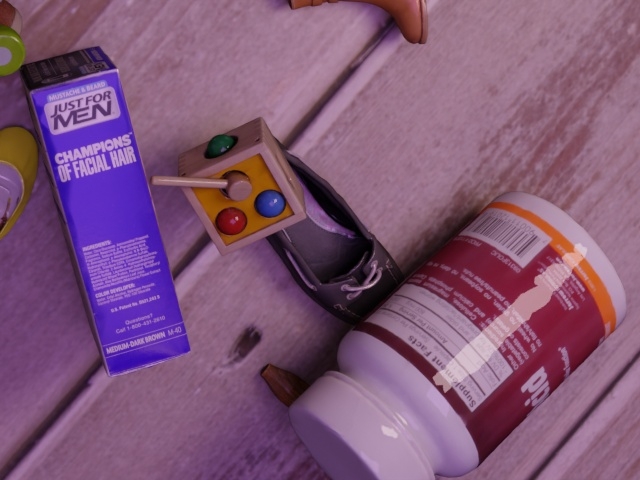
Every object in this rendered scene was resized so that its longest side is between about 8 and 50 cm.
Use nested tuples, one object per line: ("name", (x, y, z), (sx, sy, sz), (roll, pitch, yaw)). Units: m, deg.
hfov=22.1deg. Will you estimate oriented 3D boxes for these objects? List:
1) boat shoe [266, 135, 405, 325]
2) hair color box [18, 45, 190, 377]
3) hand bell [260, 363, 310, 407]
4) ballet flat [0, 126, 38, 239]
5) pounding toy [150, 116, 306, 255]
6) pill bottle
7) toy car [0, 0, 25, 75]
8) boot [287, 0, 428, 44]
("boat shoe", (0.000, 0.000, 2.006), (0.112, 0.095, 0.335), (-43, 111, -3))
("hair color box", (-0.247, -0.037, 1.873), (0.110, 0.185, 0.339), (-17, 108, -9))
("hand bell", (0.021, 0.238, 2.083), (0.242, 0.126, 0.126), (38, 90, -9))
("ballet flat", (-0.390, -0.022, 1.891), (0.077, 0.077, 0.231), (30, 93, -20))
("pounding toy", (-0.105, -0.063, 1.865), (0.130, 0.100, 0.141), (-25, 119, 9))
("pill bottle", (0.164, 0.142, 1.983), (0.392, 0.224, 0.224), (-41, 112, -17))
("toy car", (-0.431, -0.237, 1.763), (0.149, 0.155, 0.188), (-47, 121, 7))
("boot", (0.035, -0.303, 1.959), (0.152, 0.073, 0.197), (-25, 97, -11))
